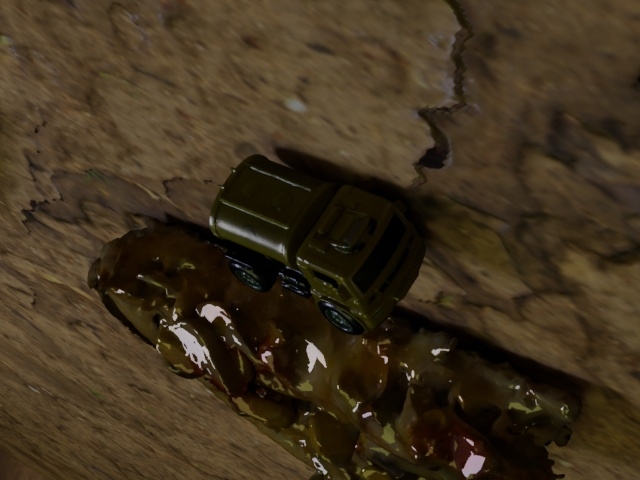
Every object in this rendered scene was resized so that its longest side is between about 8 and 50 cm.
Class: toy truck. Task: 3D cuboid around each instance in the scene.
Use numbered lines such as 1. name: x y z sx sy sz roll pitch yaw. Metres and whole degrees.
1. toy truck: 0.000 0.000 0.632 0.083 0.049 0.054 22 159 33

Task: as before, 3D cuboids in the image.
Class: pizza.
1. pizza: 0.030 0.102 0.828 0.288 0.074 0.251 21 163 36
